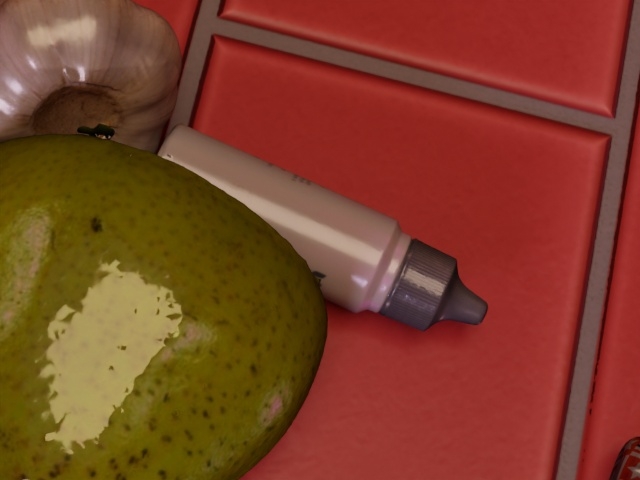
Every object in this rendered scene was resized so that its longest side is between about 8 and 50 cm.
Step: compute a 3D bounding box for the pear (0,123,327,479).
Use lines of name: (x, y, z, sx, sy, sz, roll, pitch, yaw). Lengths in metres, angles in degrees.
pear: (-0.188, 0.102, 1.349, 0.342, 0.238, 0.318, 25, 60, 1)

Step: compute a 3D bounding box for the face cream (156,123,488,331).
face cream: (0.000, 0.000, 1.487, 0.311, 0.092, 0.092, 23, 69, 1)

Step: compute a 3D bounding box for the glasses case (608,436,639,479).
glasses case: (0.250, 0.257, 1.441, 0.049, 0.073, 0.194, 21, 69, 5)

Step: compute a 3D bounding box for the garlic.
garlic: (-0.221, -0.165, 1.491, 0.199, 0.199, 0.226, -8, 41, -11)
